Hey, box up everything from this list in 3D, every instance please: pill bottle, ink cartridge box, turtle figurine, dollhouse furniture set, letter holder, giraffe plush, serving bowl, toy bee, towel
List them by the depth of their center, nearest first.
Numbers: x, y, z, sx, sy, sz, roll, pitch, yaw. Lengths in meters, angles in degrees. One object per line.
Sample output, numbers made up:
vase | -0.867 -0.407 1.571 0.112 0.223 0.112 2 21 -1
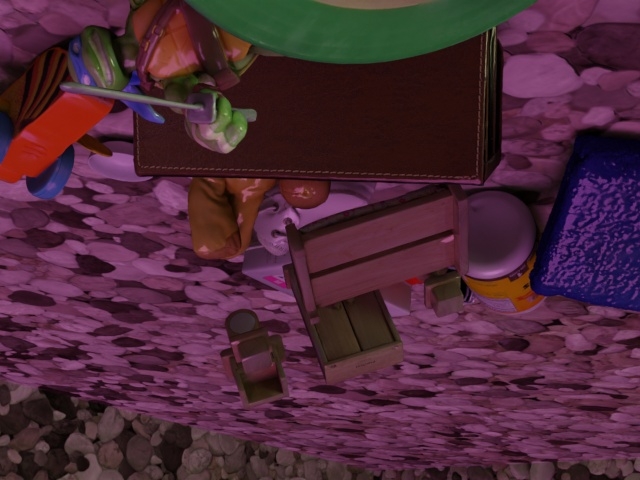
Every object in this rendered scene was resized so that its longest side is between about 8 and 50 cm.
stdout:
turtle figurine | -0.059 -0.173 0.698 0.266 0.197 0.274 -18 148 -4
letter holder | 0.002 -0.166 0.883 0.302 0.214 0.152 2 -169 15
toy bee | -0.342 -0.121 1.096 0.298 0.162 0.195 -27 142 11
giraffe plush | -0.057 -0.088 1.101 0.170 0.181 0.210 -7 123 5
towel | 0.414 -0.014 1.179 0.308 0.076 0.227 7 127 -5
dollhouse furniture set | 0.000 0.000 1.190 0.303 0.174 0.355 -17 141 -7
serving bowl | -0.242 -0.101 1.247 0.083 0.027 0.083 5 160 2
pill bottle | 0.241 0.026 1.333 0.117 0.117 0.215 -3 158 22
ink cartridge box | 0.061 0.050 1.531 0.239 0.060 0.275 -9 155 37

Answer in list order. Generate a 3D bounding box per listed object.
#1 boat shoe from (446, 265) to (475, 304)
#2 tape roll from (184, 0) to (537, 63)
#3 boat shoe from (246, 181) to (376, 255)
boat shoe | 0.185 0.055 1.458 0.079 0.081 0.227 -19 152 17
tape roll | 0.044 -0.242 0.532 0.321 0.077 0.321 -14 141 -11
boat shoe | -0.046 -0.025 1.302 0.277 0.096 0.098 -13 151 39
